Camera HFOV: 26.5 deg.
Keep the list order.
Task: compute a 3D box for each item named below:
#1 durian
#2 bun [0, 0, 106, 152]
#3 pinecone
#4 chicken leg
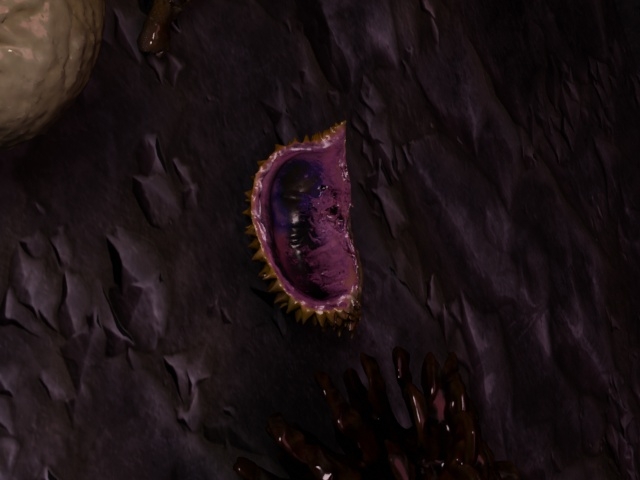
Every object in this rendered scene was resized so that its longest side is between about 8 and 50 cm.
[{"bbox_3d":[-0.012,0.004,1.817,0.186,0.154,0.260,58,26,-65],"label":"durian"},{"bbox_3d":[-0.348,-0.258,1.263,0.349,0.227,0.352,-15,84,-38],"label":"bun"},{"bbox_3d":[0.071,0.325,1.624,0.398,0.398,0.397,22,62,-51],"label":"pinecone"},{"bbox_3d":[-0.190,-0.313,1.714,0.085,0.069,0.197,70,33,-57],"label":"chicken leg"}]
